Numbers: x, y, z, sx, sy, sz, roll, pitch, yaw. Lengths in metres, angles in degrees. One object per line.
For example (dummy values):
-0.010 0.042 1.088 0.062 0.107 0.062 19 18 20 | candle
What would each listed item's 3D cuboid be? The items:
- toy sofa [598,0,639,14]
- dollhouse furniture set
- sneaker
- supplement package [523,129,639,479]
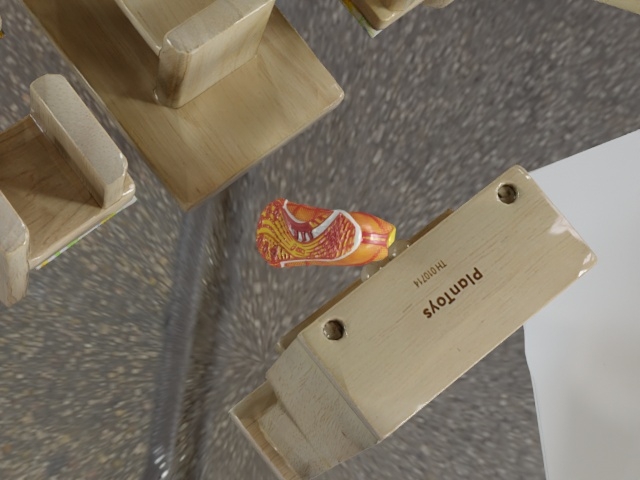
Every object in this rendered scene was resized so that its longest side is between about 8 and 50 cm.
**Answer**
0.178 -0.209 0.933 0.362 0.150 0.177 15 82 -16 | toy sofa
-0.033 -0.039 0.572 0.212 0.161 0.242 -37 85 -17 | dollhouse furniture set
0.000 0.000 1.365 0.067 0.175 0.064 10 91 -36 | sneaker
0.244 0.077 0.741 0.198 0.263 0.199 -22 52 25 | supplement package
